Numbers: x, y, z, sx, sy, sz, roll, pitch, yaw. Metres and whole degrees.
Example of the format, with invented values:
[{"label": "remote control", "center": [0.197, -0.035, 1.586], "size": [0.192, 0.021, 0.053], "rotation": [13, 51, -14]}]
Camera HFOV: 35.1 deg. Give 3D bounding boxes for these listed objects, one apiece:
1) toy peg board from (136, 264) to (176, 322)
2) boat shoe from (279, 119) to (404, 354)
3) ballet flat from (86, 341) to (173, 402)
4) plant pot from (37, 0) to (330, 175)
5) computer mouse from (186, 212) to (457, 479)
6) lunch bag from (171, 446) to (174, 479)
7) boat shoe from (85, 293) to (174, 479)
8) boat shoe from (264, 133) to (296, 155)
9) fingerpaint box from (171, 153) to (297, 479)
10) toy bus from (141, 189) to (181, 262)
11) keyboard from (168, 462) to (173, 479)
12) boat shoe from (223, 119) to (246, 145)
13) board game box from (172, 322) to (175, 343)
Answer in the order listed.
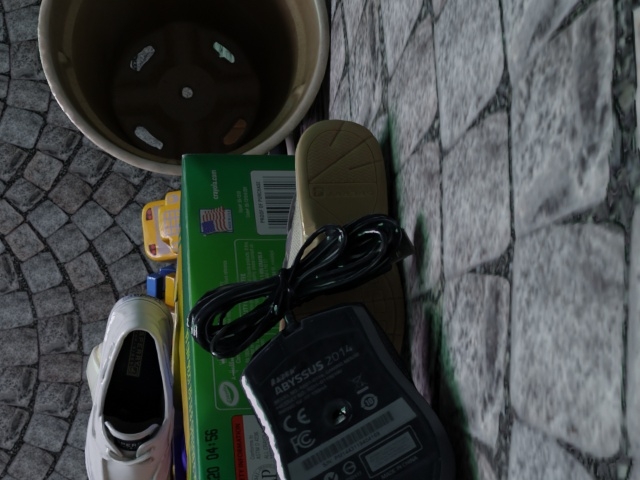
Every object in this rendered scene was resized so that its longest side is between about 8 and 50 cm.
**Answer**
[{"label": "toy peg board", "center": [-0.172, 0.059, 1.502], "size": [0.161, 0.161, 0.079], "rotation": [-27, -53, -56]}, {"label": "boat shoe", "center": [0.015, 0.037, 0.874], "size": [0.092, 0.103, 0.285], "rotation": [95, 174, -67]}, {"label": "ballet flat", "center": [-0.272, 0.193, 1.654], "size": [0.164, 0.182, 0.483], "rotation": [-47, 6, 37]}, {"label": "plant pot", "center": [-0.173, -0.226, 1.314], "size": [0.305, 0.334, 0.333], "rotation": [145, 127, -81]}, {"label": "computer mouse", "center": [0.021, 0.118, 0.741], "size": [0.072, 0.189, 0.272], "rotation": [60, -175, -49]}, {"label": "lunch bag", "center": [-0.222, 0.242, 1.195], "size": [0.151, 0.096, 0.128], "rotation": [42, -135, -86]}, {"label": "boat shoe", "center": [-0.195, 0.185, 1.025], "size": [0.084, 0.095, 0.258], "rotation": [-108, 20, -70]}, {"label": "boat shoe", "center": [-0.094, 0.007, 1.399], "size": [0.127, 0.113, 0.340], "rotation": [-154, 66, -78]}, {"label": "fingerpaint box", "center": [-0.074, 0.190, 1.074], "size": [0.371, 0.163, 0.444], "rotation": [101, 165, -47]}, {"label": "toy bus", "center": [-0.217, -0.016, 1.796], "size": [0.333, 0.130, 0.108], "rotation": [17, -114, -76]}, {"label": "keyboard", "center": [-0.173, 0.248, 1.133], "size": [0.072, 0.014, 0.256], "rotation": [-179, 86, -83]}, {"label": "boat shoe", "center": [-0.141, -0.098, 1.672], "size": [0.123, 0.123, 0.341], "rotation": [130, 134, -71]}, {"label": "board game box", "center": [-0.173, 0.116, 1.581], "size": [0.147, 0.194, 0.045], "rotation": [-118, 32, -71]}]
